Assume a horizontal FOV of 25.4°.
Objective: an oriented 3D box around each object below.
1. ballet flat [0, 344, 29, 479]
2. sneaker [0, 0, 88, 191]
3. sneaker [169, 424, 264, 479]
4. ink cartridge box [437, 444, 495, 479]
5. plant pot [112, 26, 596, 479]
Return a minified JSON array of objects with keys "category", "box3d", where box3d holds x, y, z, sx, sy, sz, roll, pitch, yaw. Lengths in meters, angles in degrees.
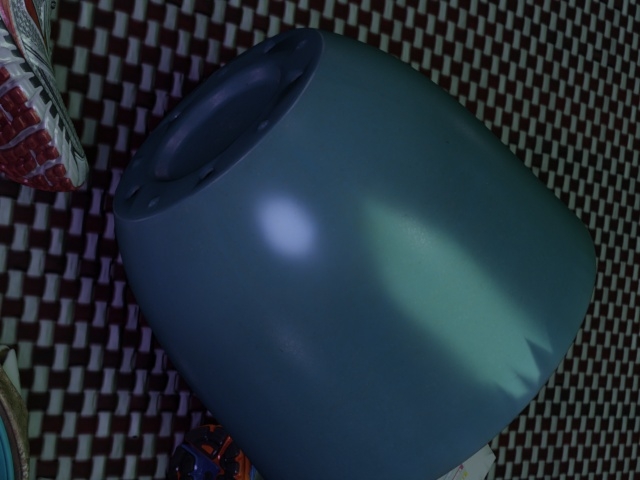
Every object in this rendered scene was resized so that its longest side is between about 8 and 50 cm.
[{"category":"ballet flat","box3d":[-0.220,0.071,0.877,0.067,0.073,0.206,-58,138,-48]},{"category":"sneaker","box3d":[-0.190,-0.130,0.871,0.092,0.088,0.225,-43,125,-40]},{"category":"sneaker","box3d":[-0.070,0.251,1.065,0.087,0.083,0.221,15,85,-55]},{"category":"ink cartridge box","box3d":[0.076,0.192,1.218,0.143,0.092,0.090,-55,131,-32]},{"category":"plant pot","box3d":[0.000,0.000,0.974,0.235,0.293,0.293,47,58,-24]}]
